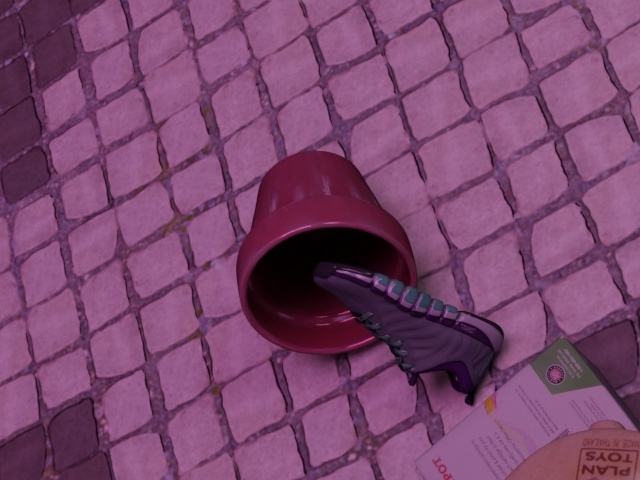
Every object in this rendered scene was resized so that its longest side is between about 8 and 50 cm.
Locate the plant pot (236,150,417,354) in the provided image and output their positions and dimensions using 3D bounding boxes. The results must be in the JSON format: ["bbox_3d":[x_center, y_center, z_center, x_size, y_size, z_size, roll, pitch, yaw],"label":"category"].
[{"bbox_3d":[0.000,0.000,2.183,0.201,0.201,0.180,-31,38,17],"label":"plant pot"}]

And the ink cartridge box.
[{"bbox_3d":[0.225,0.230,1.967,0.212,0.093,0.154,-41,50,7],"label":"ink cartridge box"}]

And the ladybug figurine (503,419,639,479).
[{"bbox_3d":[0.271,0.394,1.784,0.305,0.162,0.449,1,72,19],"label":"ladybug figurine"}]

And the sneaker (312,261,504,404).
[{"bbox_3d":[0.086,0.099,2.066,0.083,0.223,0.098,160,132,-81],"label":"sneaker"}]
